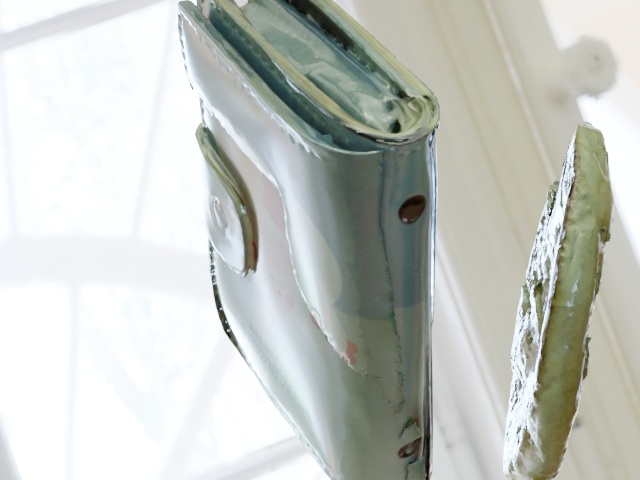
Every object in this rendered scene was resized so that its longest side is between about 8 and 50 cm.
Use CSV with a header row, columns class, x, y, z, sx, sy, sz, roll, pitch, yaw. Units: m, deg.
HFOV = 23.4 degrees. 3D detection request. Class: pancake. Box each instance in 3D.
class,x,y,z,sx,sy,sz,roll,pitch,yaw
pancake,0.162,0.048,1.063,0.037,0.253,0.253,9,0,2

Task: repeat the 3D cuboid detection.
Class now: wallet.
class,x,y,z,sx,sy,sz,roll,pitch,yaw
wallet,0.000,0.000,0.785,0.075,0.176,0.250,-24,-44,-21
